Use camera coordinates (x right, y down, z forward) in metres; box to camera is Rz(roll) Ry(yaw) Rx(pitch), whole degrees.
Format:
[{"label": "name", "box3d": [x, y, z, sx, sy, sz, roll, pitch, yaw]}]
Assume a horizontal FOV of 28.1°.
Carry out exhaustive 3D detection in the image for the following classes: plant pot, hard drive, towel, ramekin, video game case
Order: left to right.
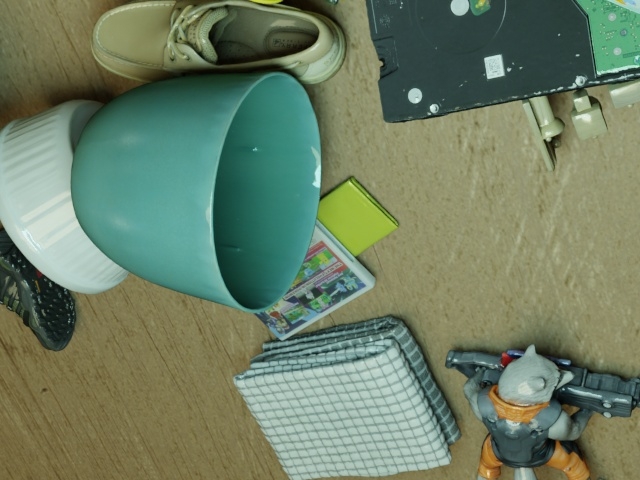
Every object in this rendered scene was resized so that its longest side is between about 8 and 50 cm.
[{"label": "ramekin", "box3d": [-0.321, -0.072, 1.774, 0.127, 0.273, 0.273, -29, 110, 25]}, {"label": "plant pot", "box3d": [-0.165, -0.070, 1.590, 0.235, 0.293, 0.293, 7, 127, 23]}, {"label": "video game case", "box3d": [-0.050, 0.042, 1.862, 0.201, 0.023, 0.183, -33, 110, 36]}, {"label": "towel", "box3d": [0.000, 0.000, 1.839, 0.102, 0.021, 0.237, 43, 129, -15]}, {"label": "towel", "box3d": [0.043, 0.244, 1.938, 0.283, 0.121, 0.235, -13, 120, 28]}, {"label": "hard drive", "box3d": [0.216, -0.275, 1.450, 0.338, 0.064, 0.237, -9, 91, 29]}]

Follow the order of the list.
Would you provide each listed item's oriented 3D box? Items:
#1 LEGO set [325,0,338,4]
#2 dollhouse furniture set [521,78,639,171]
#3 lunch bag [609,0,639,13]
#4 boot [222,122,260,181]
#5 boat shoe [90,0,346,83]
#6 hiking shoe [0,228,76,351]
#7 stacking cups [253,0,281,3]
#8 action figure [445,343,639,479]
[{"label": "LEGO set", "box3d": [0.058, -0.436, 1.370, 0.255, 0.192, 0.331, 19, 120, 8]}, {"label": "dollhouse furniture set", "box3d": [0.328, -0.151, 1.521, 0.151, 0.144, 0.123, -18, 121, 16]}, {"label": "lunch bag", "box3d": [0.309, -0.355, 1.259, 0.223, 0.160, 0.262, 23, 135, 2]}, {"label": "boot", "box3d": [-0.138, -0.145, 1.750, 0.176, 0.088, 0.244, 20, 122, 10]}, {"label": "boat shoe", "box3d": [-0.142, -0.263, 1.618, 0.341, 0.110, 0.122, 2, 86, 14]}, {"label": "hiking shoe", "box3d": [-0.482, 0.080, 2.077, 0.114, 0.086, 0.227, -5, 117, 42]}, {"label": "stacking cups", "box3d": [-0.031, -0.436, 1.497, 0.096, 0.096, 0.316, 27, 125, 3]}, {"label": "action figure", "box3d": [0.335, 0.280, 1.802, 0.341, 0.178, 0.330, 3, 135, 24]}]
